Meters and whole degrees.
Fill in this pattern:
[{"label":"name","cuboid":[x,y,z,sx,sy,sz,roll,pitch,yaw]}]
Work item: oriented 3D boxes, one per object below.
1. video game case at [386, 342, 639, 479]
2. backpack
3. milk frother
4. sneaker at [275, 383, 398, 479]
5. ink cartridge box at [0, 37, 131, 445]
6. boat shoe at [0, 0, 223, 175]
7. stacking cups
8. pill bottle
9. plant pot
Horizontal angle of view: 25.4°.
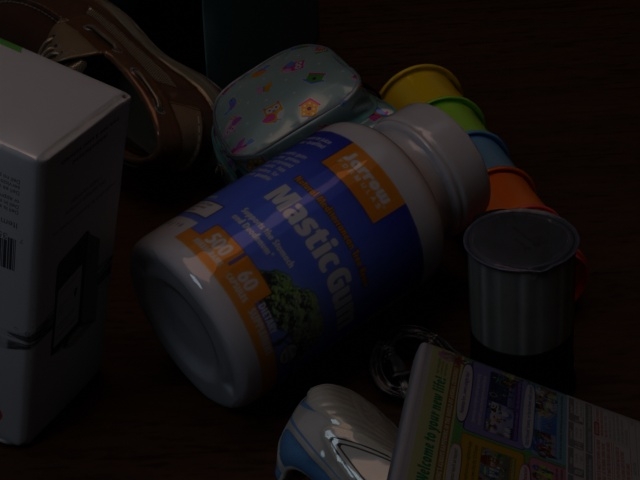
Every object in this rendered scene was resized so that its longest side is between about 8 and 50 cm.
[{"label":"video game case","cuboid":[0.142,0.153,0.917,0.193,0.023,0.212,20,25,1]},{"label":"backpack","cuboid":[-0.017,-0.091,1.289,0.166,0.144,0.188,-34,28,-3]},{"label":"milk frother","cuboid":[0.113,0.054,1.061,0.143,0.134,0.129,-21,35,-23]},{"label":"sneaker","cuboid":[0.071,0.185,0.936,0.237,0.086,0.085,32,19,28]},{"label":"ink cartridge box","cuboid":[-0.263,-0.009,1.053,0.198,0.272,0.115,24,39,14]},{"label":"boat shoe","cuboid":[-0.231,-0.165,1.401,0.324,0.123,0.116,29,24,28]},{"label":"stacking cups","cuboid":[0.148,-0.050,1.262,0.096,0.096,0.316,-15,36,-15]},{"label":"pill bottle","cuboid":[0.000,0.000,1.117,0.272,0.152,0.152,-33,42,-24]},{"label":"plant pot","cuboid":[-0.111,-0.241,1.529,0.165,0.165,0.234,18,35,31]}]
